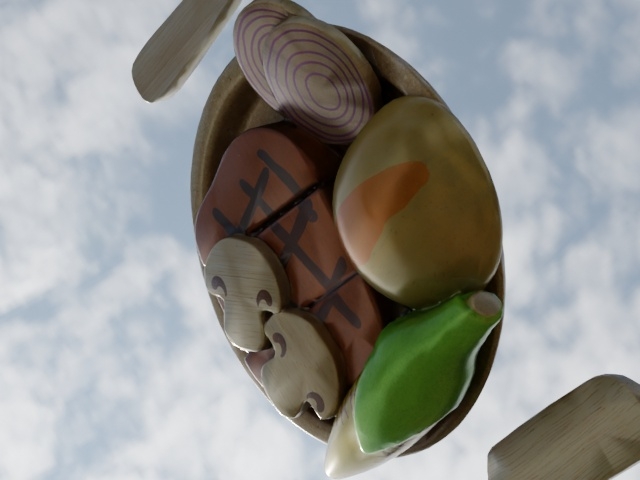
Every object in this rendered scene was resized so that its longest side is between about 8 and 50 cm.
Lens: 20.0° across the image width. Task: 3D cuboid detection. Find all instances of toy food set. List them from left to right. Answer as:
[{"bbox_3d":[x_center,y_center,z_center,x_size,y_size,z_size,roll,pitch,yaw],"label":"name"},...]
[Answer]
[{"bbox_3d":[0.000,0.000,0.494,0.038,0.192,0.132,-16,-20,-40],"label":"toy food set"}]
